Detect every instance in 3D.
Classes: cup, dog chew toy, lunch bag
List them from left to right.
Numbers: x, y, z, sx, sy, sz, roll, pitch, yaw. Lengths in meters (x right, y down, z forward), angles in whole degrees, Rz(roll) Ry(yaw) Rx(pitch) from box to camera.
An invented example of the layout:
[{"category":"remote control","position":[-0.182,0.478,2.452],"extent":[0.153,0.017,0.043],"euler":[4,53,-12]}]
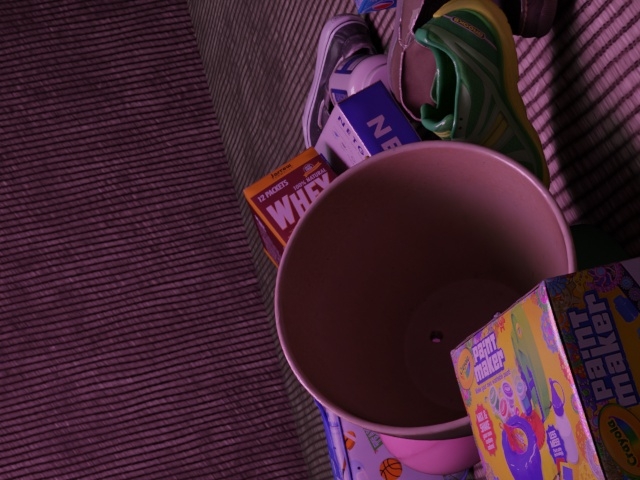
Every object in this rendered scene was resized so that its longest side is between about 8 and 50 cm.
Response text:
[{"category":"lunch bag","position":[0.112,0.291,2.220],"extent":[0.115,0.243,0.303],"euler":[-169,66,-76]},{"category":"dog chew toy","position":[0.128,0.187,1.952],"extent":[0.332,0.206,0.206],"euler":[49,171,-11]},{"category":"cup","position":[0.144,0.084,1.493],"extent":[0.237,0.331,0.331],"euler":[46,-159,-60]}]

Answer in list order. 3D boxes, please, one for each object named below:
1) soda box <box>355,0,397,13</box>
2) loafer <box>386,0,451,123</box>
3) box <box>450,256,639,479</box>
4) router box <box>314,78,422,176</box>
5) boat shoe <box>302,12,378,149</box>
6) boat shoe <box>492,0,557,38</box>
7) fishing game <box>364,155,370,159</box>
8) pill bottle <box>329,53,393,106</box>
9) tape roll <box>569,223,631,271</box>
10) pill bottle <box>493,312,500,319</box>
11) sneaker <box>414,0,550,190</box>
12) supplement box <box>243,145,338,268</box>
[{"category":"soda box","position":[0.071,-0.464,2.055],"extent":[0.067,0.071,0.210],"euler":[130,127,-75]},{"category":"loafer","position":[0.147,-0.270,1.861],"extent":[0.087,0.094,0.251],"euler":[-114,17,-56]},{"category":"box","position":[0.299,0.118,1.159],"extent":[0.290,0.279,0.177],"euler":[119,137,-72]},{"category":"router box","position":[0.118,-0.042,2.026],"extent":[0.335,0.082,0.301],"euler":[57,164,9]},{"category":"boat shoe","position":[0.037,-0.228,2.314],"extent":[0.119,0.121,0.335],"euler":[-110,16,-48]},{"category":"boat shoe","position":[0.171,-0.359,1.589],"extent":[0.132,0.130,0.355],"euler":[91,162,-46]},{"category":"fishing game","position":[0.127,-0.004,1.851],"extent":[0.189,0.041,0.264],"euler":[53,170,47]},{"category":"pill bottle","position":[0.089,-0.241,2.105],"extent":[0.187,0.112,0.112],"euler":[-149,47,-73]},{"category":"tape roll","position":[0.314,0.143,1.580],"extent":[0.321,0.077,0.321],"euler":[167,90,-77]},{"category":"pill bottle","position":[0.226,0.066,1.779],"extent":[0.124,0.124,0.221],"euler":[-150,49,-73]},{"category":"sneaker","position":[0.179,-0.135,1.536],"extent":[0.109,0.124,0.295],"euler":[32,144,66]},{"category":"supplement box","position":[0.000,0.000,2.030],"extent":[0.191,0.129,0.194],"euler":[51,168,29]}]
